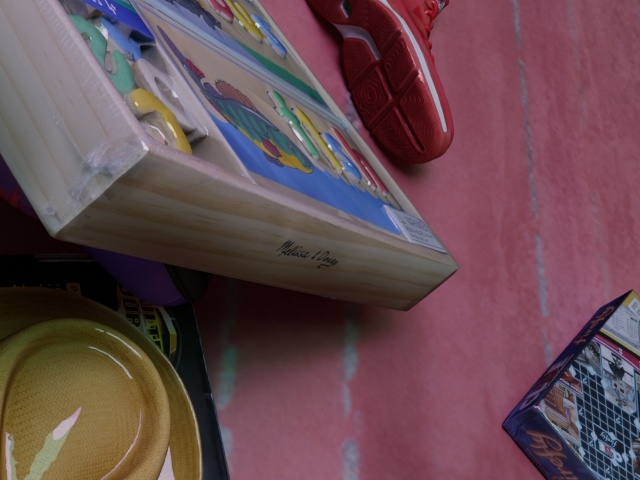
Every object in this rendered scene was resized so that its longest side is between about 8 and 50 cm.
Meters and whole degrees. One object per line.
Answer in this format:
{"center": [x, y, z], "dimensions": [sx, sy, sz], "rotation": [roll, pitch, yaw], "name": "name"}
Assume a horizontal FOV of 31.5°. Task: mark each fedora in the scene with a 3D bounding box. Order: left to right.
{"center": [-0.127, 0.098, 0.528], "dimensions": [0.194, 0.079, 0.194], "rotation": [15, 57, -24], "name": "fedora"}

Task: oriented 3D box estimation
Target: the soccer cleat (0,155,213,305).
{"center": [-0.175, -0.070, 0.651], "dimensions": [0.116, 0.108, 0.318], "rotation": [-33, 66, -10], "name": "soccer cleat"}

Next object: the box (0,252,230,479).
{"center": [-0.167, 0.162, 0.567], "dimensions": [0.257, 0.079, 0.322], "rotation": [1, 63, -34], "name": "box"}

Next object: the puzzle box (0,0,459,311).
{"center": [-0.073, -0.094, 0.618], "dimensions": [0.272, 0.052, 0.409], "rotation": [54, 13, 19], "name": "puzzle box"}

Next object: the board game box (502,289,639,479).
{"center": [0.265, 0.177, 0.850], "dimensions": [0.243, 0.042, 0.165], "rotation": [50, 50, 2], "name": "board game box"}

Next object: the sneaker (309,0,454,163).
{"center": [0.079, -0.168, 0.906], "dimensions": [0.128, 0.087, 0.221], "rotation": [-13, 73, -35], "name": "sneaker"}
